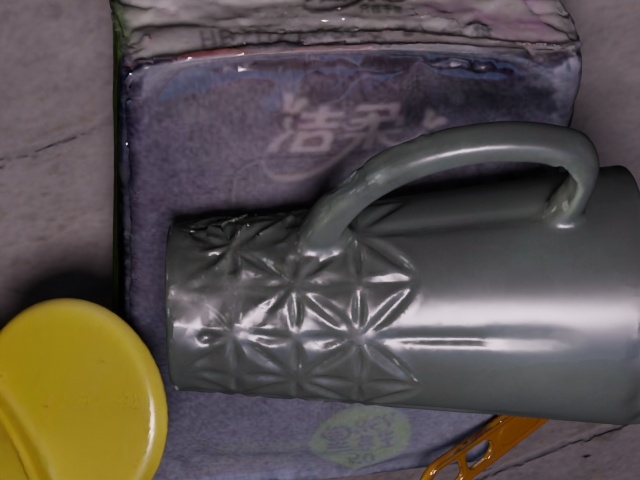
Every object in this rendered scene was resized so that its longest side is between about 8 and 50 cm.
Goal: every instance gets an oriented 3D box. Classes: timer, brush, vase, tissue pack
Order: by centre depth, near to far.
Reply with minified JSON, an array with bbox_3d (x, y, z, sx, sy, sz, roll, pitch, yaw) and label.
[{"bbox_3d":[0.058,0.028,0.994,0.300,0.156,0.251,-2,136,-1],"label":"vase"},{"bbox_3d":[-0.270,0.225,1.129,0.386,0.376,0.376,0,137,22],"label":"timer"},{"bbox_3d":[0.000,0.000,1.131,0.288,0.124,0.394,-3,133,-11],"label":"tissue pack"},{"bbox_3d":[0.195,0.100,1.230,0.314,0.017,0.090,-34,135,-16],"label":"brush"}]
